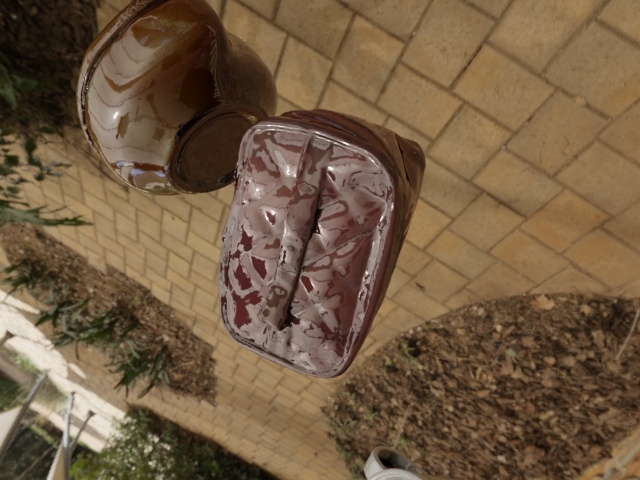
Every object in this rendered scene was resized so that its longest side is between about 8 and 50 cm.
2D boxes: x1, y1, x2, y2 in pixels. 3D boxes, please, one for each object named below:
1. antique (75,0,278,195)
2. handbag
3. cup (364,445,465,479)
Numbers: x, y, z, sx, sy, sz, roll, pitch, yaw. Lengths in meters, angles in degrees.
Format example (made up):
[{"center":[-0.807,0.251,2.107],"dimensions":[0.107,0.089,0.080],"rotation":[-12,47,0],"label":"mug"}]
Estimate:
[{"center":[-0.152,-0.147,0.520],"dimensions":[0.129,0.224,0.278],"rotation":[49,157,13],"label":"antique"},{"center":[0.000,0.000,0.396],"dimensions":[0.147,0.135,0.224],"rotation":[21,112,16],"label":"handbag"},{"center":[0.147,0.319,0.480],"dimensions":[0.202,0.220,0.167],"rotation":[22,129,-29],"label":"cup"}]
